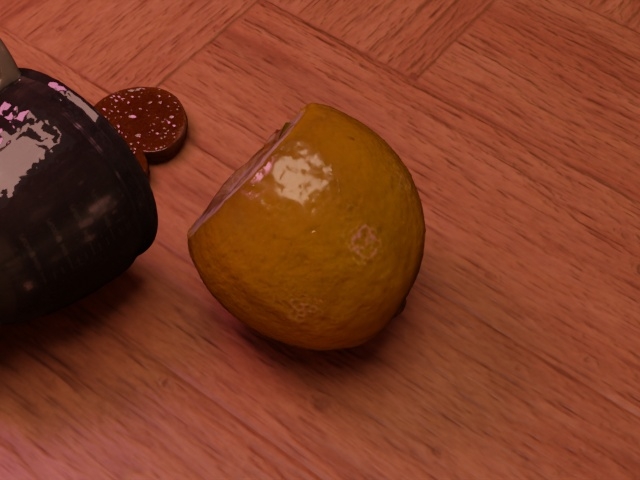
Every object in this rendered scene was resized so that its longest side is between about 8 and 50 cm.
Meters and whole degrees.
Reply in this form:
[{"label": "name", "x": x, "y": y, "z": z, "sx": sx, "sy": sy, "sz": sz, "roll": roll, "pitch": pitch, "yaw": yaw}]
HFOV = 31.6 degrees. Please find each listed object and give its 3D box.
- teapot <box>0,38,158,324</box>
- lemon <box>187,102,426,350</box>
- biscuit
[{"label": "teapot", "x": -0.318, "y": -0.046, "z": 1.105, "sx": 0.239, "sy": 0.321, "sz": 0.239, "roll": 29, "pitch": 53, "yaw": 20}, {"label": "lemon", "x": 0.000, "y": 0.000, "z": 1.147, "sx": 0.219, "sy": 0.240, "sz": 0.240, "roll": 44, "pitch": 60, "yaw": -7}, {"label": "biscuit", "x": -0.234, "y": -0.118, "z": 1.352, "sx": 0.124, "sy": 0.026, "sz": 0.175, "roll": 24, "pitch": 57, "yaw": 17}]
